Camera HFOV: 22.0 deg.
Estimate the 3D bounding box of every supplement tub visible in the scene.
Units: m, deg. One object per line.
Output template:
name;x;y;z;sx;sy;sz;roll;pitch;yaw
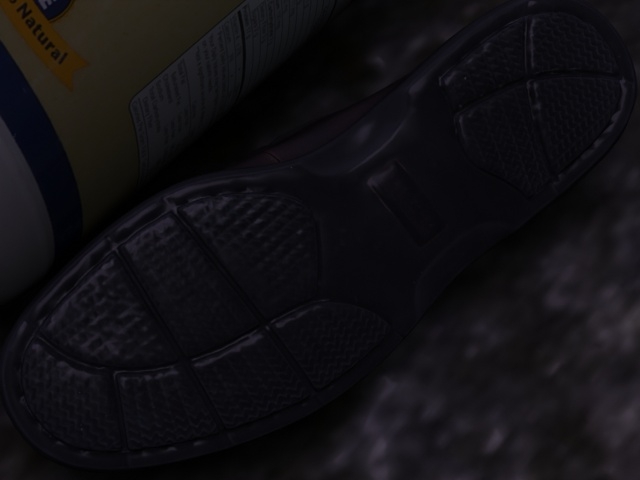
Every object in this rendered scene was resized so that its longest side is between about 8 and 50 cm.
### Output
supplement tub;-0.103;-0.149;0.699;0.228;0.228;0.316;37;65;19

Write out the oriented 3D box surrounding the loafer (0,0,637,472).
loafer;0.000;0.000;0.706;0.302;0.095;0.109;-33;95;-14
